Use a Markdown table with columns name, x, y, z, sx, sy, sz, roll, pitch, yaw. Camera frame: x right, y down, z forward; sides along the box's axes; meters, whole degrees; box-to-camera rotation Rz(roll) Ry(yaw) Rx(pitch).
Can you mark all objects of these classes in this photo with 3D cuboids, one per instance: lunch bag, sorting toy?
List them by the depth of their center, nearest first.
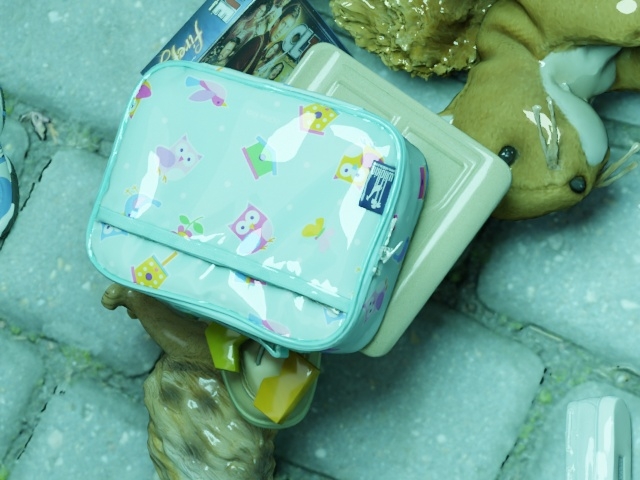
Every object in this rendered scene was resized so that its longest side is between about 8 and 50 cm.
| name | x | y | z | sx | sy | sz | roll | pitch | yaw |
| --- | --- | --- | --- | --- | --- | --- | --- | --- | --- |
| lunch bag | -0.055 | -0.023 | 1.425 | 0.279 | 0.108 | 0.224 | 18 | 85 | 18 |
| sorting toy | 0.000 | 0.000 | 1.485 | 0.229 | 0.041 | 0.307 | 37 | 91 | 19 |

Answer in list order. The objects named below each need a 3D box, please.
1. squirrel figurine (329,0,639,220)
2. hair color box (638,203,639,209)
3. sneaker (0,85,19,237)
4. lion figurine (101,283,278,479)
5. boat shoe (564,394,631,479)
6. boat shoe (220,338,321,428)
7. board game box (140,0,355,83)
| name | x | y | z | sx | sy | sz | roll | pitch | yaw |
| --- | --- | --- | --- | --- | --- | --- | --- | --- | --- |
| squirrel figurine | 0.194 | -0.215 | 1.588 | 0.397 | 0.281 | 0.370 | 29 | 96 | 37 |
| hair color box | 0.383 | 0.017 | 1.535 | 0.093 | 0.053 | 0.167 | -31 | 69 | 8 |
| sneaker | -0.392 | -0.098 | 1.821 | 0.080 | 0.081 | 0.211 | -19 | 71 | 12 |
| lion figurine | -0.051 | 0.071 | 1.627 | 0.240 | 0.142 | 0.392 | 41 | 86 | 17 |
| boat shoe | 0.248 | 0.235 | 1.517 | 0.063 | 0.066 | 0.184 | -5 | 75 | 32 |
| boat shoe | -0.048 | 0.032 | 1.537 | 0.104 | 0.089 | 0.285 | -1 | 72 | -6 |
| board game box | -0.065 | -0.175 | 1.640 | 0.042 | 0.243 | 0.165 | 43 | 92 | 24 |
